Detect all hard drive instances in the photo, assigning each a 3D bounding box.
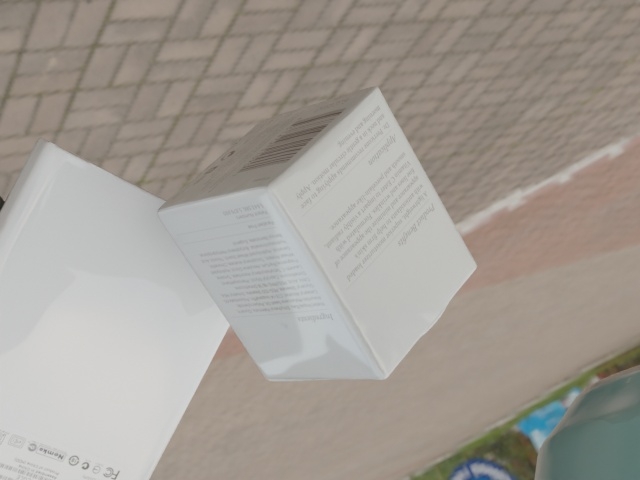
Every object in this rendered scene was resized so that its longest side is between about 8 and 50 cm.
[{"bbox_3d":[-0.225,0.117,0.934,0.233,0.047,0.353,28,89,-31],"label":"hard drive"}]

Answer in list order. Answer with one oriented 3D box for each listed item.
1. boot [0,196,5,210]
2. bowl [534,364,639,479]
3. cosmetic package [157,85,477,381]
[{"bbox_3d":[-0.364,0.028,1.055,0.161,0.246,0.083,-48,147,-20],"label":"boot"},{"bbox_3d":[0.230,0.139,0.511,0.312,0.163,0.311,-7,162,-2],"label":"bowl"},{"bbox_3d":[0.000,0.000,0.861,0.151,0.183,0.151,-9,-152,48],"label":"cosmetic package"}]
